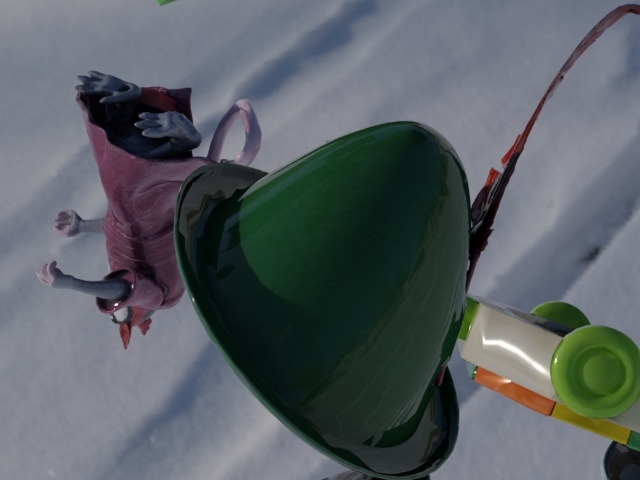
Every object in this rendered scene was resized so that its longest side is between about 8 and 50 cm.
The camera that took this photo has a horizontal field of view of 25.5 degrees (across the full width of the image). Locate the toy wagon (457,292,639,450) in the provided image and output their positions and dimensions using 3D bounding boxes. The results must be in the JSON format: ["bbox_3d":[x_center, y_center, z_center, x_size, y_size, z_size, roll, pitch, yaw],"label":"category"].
[{"bbox_3d":[0.188,0.088,0.959,0.344,0.068,0.267,20,2,3],"label":"toy wagon"}]

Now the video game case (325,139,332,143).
[{"bbox_3d":[0.000,0.000,1.683,0.022,0.190,0.173,8,27,-3],"label":"video game case"}]

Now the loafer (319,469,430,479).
[{"bbox_3d":[0.035,0.215,1.032,0.095,0.109,0.302,-38,2,6],"label":"loafer"}]

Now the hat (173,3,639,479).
[{"bbox_3d":[0.056,-0.027,0.630,0.183,0.173,0.208,-42,36,26],"label":"hat"}]

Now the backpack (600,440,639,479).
[{"bbox_3d":[0.378,0.243,1.261,0.225,0.191,0.253,-26,29,-1],"label":"backpack"}]

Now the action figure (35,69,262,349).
[{"bbox_3d":[-0.216,-0.029,1.788,0.276,0.370,0.248,-3,34,-6],"label":"action figure"}]

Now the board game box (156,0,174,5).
[{"bbox_3d":[0.021,-0.300,1.122,0.317,0.213,0.046,-29,81,-42],"label":"board game box"}]
